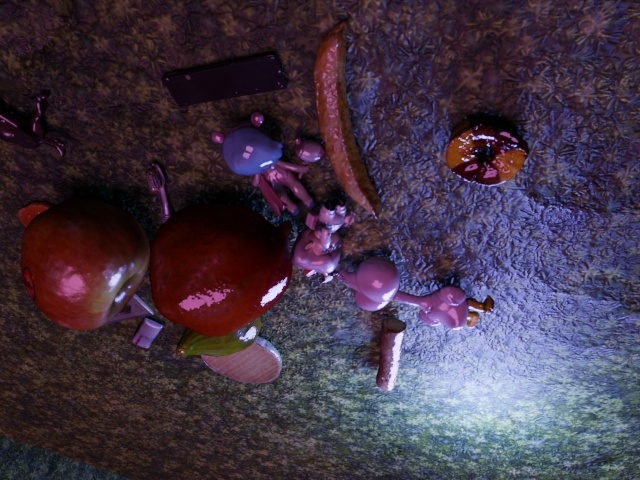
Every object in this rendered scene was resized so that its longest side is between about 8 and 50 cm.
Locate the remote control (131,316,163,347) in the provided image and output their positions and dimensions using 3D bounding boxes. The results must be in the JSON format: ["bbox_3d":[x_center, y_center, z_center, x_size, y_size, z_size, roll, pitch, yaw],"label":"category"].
[{"bbox_3d":[-0.537,0.286,1.616,0.065,0.029,0.166,28,135,-15],"label":"remote control"}]

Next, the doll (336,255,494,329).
[{"bbox_3d":[0.213,0.131,1.227,0.365,0.094,0.160,19,144,-4],"label":"doll"}]

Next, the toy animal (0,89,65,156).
[{"bbox_3d":[-0.640,-0.248,1.082,0.232,0.084,0.148,14,148,-2],"label":"toy animal"}]

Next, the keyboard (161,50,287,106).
[{"bbox_3d":[-0.175,-0.290,0.951,0.231,0.023,0.072,-4,140,19],"label":"keyboard"}]

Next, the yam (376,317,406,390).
[{"bbox_3d":[0.191,0.318,1.442,0.066,0.066,0.300,6,135,8],"label":"yam"}]

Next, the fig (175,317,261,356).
[{"bbox_3d":[-0.271,0.223,1.377,0.233,0.167,0.167,6,143,-31],"label":"fig"}]

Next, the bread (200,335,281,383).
[{"bbox_3d":[-0.242,0.350,1.598,0.267,0.040,0.267,7,135,7],"label":"bread"}]

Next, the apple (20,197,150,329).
[{"bbox_3d":[-0.547,0.046,1.212,0.250,0.277,0.309,31,109,0],"label":"apple"}]

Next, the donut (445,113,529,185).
[{"bbox_3d":[0.294,-0.162,0.933,0.140,0.059,0.140,7,136,6],"label":"donut"}]

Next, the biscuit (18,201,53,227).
[{"bbox_3d":[-0.696,-0.054,1.319,0.130,0.019,0.102,-10,131,23],"label":"biscuit"}]

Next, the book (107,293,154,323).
[{"bbox_3d":[-0.658,0.173,1.538,0.282,0.025,0.215,-14,131,24],"label":"book"}]

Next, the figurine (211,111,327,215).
[{"bbox_3d":[-0.078,-0.136,1.023,0.205,0.103,0.260,-12,140,27],"label":"figurine"}]

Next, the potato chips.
[{"bbox_3d":[0.046,-0.192,0.966,0.080,0.057,0.407,0,134,19],"label":"potato chips"}]

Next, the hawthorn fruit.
[{"bbox_3d":[-0.214,0.064,1.128,0.311,0.295,0.295,6,137,23],"label":"hawthorn fruit"}]

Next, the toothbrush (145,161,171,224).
[{"bbox_3d":[-0.358,-0.018,1.260,0.035,0.042,0.413,7,138,7],"label":"toothbrush"}]

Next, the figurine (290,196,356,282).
[{"bbox_3d":[0.000,0.000,1.135,0.112,0.137,0.229,39,136,21],"label":"figurine"}]
